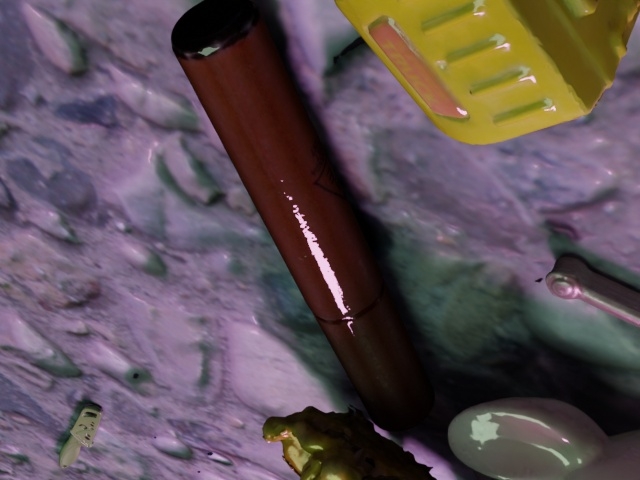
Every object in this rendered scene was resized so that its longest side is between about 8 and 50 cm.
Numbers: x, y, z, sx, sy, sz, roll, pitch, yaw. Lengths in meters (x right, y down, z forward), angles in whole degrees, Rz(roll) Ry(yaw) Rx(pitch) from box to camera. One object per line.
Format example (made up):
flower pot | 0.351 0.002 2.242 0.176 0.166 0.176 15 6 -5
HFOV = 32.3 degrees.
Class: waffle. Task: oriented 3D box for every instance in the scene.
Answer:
waffle | 0.096 0.220 0.828 0.301 0.058 0.281 35 -178 -31

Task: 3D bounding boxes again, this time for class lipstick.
lipstick | 0.000 0.000 0.714 0.057 0.057 0.356 5 138 31

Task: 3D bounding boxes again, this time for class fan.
fan | 0.264 0.080 0.660 0.282 0.023 0.057 25 154 6

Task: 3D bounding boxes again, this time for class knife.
knife | -0.268 0.223 1.231 0.030 0.014 0.207 33 145 -2

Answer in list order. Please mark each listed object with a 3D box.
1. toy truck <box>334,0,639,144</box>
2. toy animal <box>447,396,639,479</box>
toy truck | 0.125 -0.120 0.381 0.272 0.157 0.124 -14 127 45
toy animal | 0.243 0.211 0.739 0.325 0.154 0.208 37 173 25
